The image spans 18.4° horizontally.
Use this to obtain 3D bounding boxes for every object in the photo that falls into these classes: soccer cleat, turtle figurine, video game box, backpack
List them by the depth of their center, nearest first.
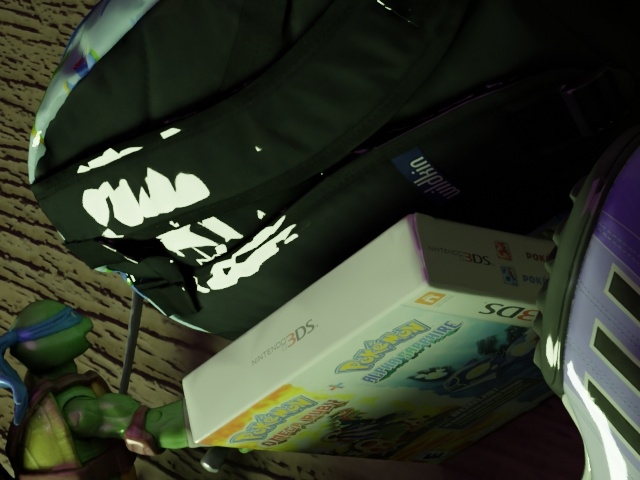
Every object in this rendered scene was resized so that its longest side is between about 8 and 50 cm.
[{"bbox_3d":[0.172,0.095,0.925,0.116,0.108,0.318,20,127,36],"label":"soccer cleat"},{"bbox_3d":[0.058,0.061,1.082,0.205,0.187,0.048,-37,53,41],"label":"video game box"},{"bbox_3d":[-0.002,-0.087,1.126,0.355,0.290,0.273,-42,25,27],"label":"backpack"},{"bbox_3d":[-0.099,0.156,1.327,0.198,0.275,0.266,-5,96,28],"label":"turtle figurine"}]
